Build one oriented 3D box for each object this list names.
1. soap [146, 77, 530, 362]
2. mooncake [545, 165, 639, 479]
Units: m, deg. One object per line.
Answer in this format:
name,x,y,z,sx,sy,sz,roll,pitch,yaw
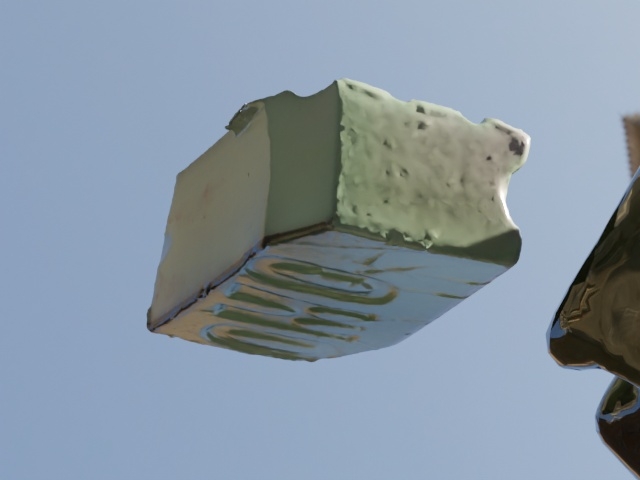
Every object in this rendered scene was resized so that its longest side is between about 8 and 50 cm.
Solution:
soap,0.000,0.000,1.009,0.145,0.230,0.091,14,-114,-17
mooncake,0.269,0.009,0.881,0.187,0.351,0.351,33,-77,26
